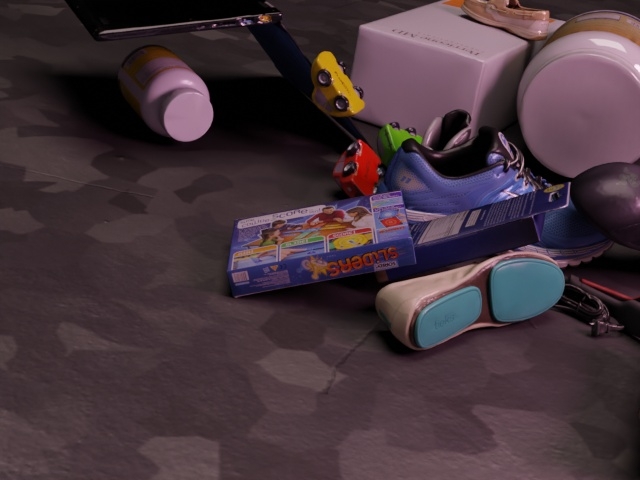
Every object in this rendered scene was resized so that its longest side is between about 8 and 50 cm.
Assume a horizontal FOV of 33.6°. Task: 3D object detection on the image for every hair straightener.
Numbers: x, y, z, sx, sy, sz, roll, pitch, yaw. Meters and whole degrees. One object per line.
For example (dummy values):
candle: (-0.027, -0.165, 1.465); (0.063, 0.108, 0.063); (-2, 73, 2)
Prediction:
hair straightener: (0.330, 0.074, 1.215); (0.089, 0.047, 0.230); (-15, 34, -43)

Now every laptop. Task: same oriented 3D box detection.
laptop: (-0.177, -0.283, 1.630); (0.407, 0.237, 0.382); (-11, 29, -20)

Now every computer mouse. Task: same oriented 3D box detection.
computer mouse: (0.429, -0.043, 1.344); (0.272, 0.072, 0.189); (12, 42, -36)

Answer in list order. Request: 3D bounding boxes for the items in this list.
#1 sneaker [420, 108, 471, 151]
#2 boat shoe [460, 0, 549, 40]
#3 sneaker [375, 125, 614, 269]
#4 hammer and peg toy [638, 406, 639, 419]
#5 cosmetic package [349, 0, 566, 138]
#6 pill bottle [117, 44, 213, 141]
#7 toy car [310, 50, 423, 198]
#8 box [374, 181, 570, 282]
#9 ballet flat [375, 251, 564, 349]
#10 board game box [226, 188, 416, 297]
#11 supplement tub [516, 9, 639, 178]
sneaker: (0.204, -0.123, 1.486); (0.086, 0.132, 0.228); (25, 29, 28)
boat shoe: (0.320, -0.394, 1.812); (0.170, 0.059, 0.063); (28, 30, 30)
sneaker: (0.238, -0.059, 1.346); (0.329, 0.147, 0.130); (8, 25, -13)
hammer and peg toy: (0.425, 0.173, 0.951); (0.265, 0.127, 0.361); (20, 26, 15)
cosmetic package: (0.250, -0.308, 1.867); (0.230, 0.162, 0.453); (21, 27, 22)
pill bottle: (-0.223, -0.212, 1.546); (0.103, 0.103, 0.184); (-4, 29, -27)
toy car: (0.075, -0.139, 1.511); (0.225, 0.053, 0.239); (13, 56, -49)
box: (0.178, -0.010, 1.210); (0.225, 0.037, 0.136); (-17, 10, 18)
ballet flat: (0.161, 0.056, 1.159); (0.248, 0.086, 0.086); (-10, 32, -37)
board game box: (0.000, 0.000, 1.182); (0.201, 0.035, 0.136); (-10, 25, 5)
supplement tub: (0.441, -0.236, 1.703); (0.228, 0.228, 0.316); (17, 25, 14)
